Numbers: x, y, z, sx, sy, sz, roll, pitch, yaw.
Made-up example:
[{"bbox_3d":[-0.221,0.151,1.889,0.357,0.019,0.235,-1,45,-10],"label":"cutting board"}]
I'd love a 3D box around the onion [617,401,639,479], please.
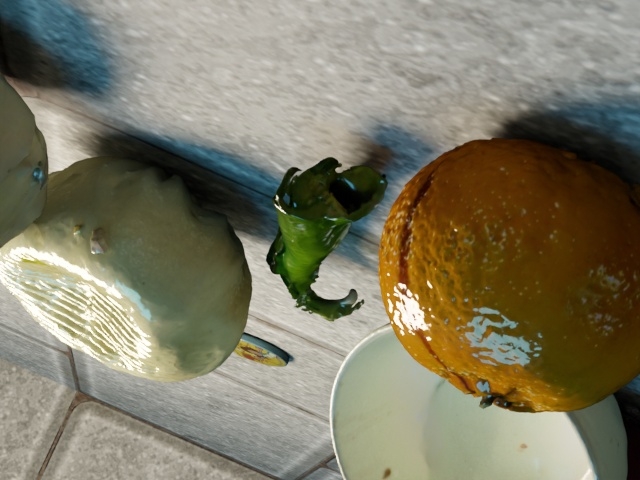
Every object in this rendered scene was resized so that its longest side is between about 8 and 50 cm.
[{"bbox_3d":[0.260,0.197,1.439,0.173,0.198,0.135,-1,-164,25],"label":"onion"}]

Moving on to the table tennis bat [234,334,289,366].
[{"bbox_3d":[-0.111,0.134,1.930,0.155,0.019,0.100,13,162,27],"label":"table tennis bat"}]

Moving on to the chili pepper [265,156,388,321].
[{"bbox_3d":[0.000,0.000,1.219,0.085,0.076,0.359,-12,167,-5],"label":"chili pepper"}]

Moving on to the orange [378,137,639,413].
[{"bbox_3d":[0.130,0.027,0.948,0.193,0.161,0.193,20,160,8],"label":"orange"}]

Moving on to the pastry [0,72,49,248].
[{"bbox_3d":[-0.335,-0.083,1.209,0.265,0.133,0.265,30,147,22],"label":"pastry"}]

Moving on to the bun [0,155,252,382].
[{"bbox_3d":[-0.170,0.018,1.372,0.259,0.160,0.259,27,152,16],"label":"bun"}]

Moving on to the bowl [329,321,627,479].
[{"bbox_3d":[0.157,0.170,1.318,0.277,0.145,0.277,17,120,33],"label":"bowl"}]
